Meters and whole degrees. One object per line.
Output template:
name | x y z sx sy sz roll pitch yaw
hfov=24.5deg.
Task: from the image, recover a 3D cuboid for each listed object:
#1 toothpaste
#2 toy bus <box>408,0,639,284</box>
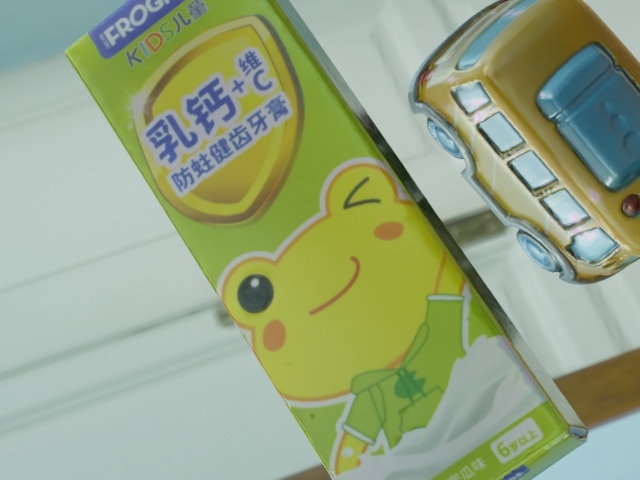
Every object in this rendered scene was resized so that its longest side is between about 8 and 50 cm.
toothpaste | 0.000 0.000 0.750 0.327 0.110 0.077 57 -169 17
toy bus | 0.174 -0.072 1.010 0.209 0.126 0.136 49 167 -7
